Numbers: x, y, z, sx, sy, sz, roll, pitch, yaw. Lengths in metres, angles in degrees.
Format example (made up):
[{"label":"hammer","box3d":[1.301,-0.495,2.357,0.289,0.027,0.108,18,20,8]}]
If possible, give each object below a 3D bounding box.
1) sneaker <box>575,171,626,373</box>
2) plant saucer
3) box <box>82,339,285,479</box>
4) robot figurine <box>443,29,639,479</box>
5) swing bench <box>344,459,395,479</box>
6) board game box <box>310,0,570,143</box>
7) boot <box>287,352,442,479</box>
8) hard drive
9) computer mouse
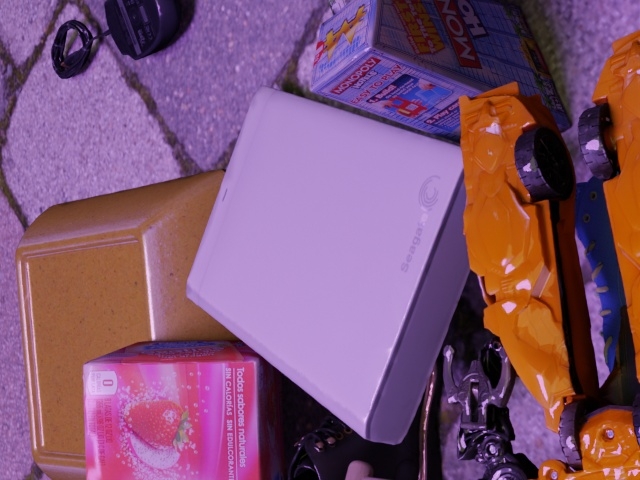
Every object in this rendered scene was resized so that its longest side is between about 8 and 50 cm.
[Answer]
[{"label":"sneaker","box3d":[0.212,0.028,0.665,0.126,0.091,0.240,31,104,51]},{"label":"plant saucer","box3d":[-0.211,0.111,1.067,0.333,0.081,0.332,-8,86,44]},{"label":"box","box3d":[-0.106,0.239,0.877,0.142,0.154,0.299,-2,90,5]},{"label":"robot figurine","box3d":[0.166,0.036,0.575,0.211,0.085,0.291,-18,69,39]},{"label":"swing bench","box3d":[0.098,0.295,0.639,0.253,0.254,0.165,-4,134,42]},{"label":"board game box","box3d":[0.063,-0.153,0.711,0.060,0.194,0.194,-32,71,40]},{"label":"boot","box3d":[0.027,0.124,0.801,0.077,0.137,0.197,-15,82,43]},{"label":"hard drive","box3d":[0.000,0.000,0.807,0.307,0.040,0.203,28,100,57]},{"label":"computer mouse","box3d":[-0.213,-0.216,1.086,0.242,0.041,0.071,-8,104,49]}]
